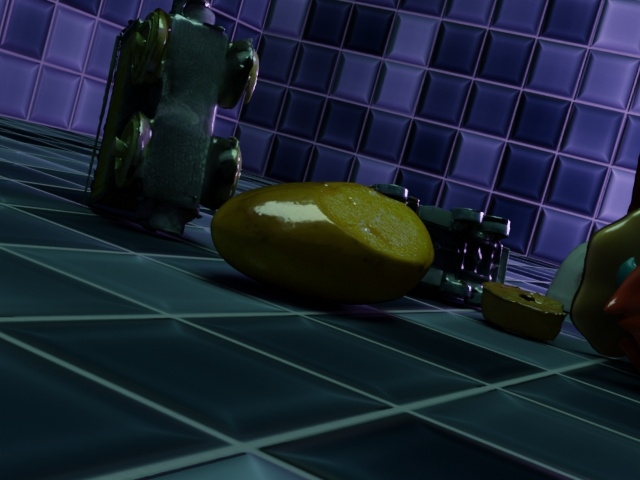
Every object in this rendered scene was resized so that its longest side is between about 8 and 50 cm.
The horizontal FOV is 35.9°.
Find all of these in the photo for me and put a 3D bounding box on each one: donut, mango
[{"bbox_3d":[0.216,0.077,1.065,0.097,0.043,0.108,17,6,16],"label":"donut"},{"bbox_3d":[-0.003,0.005,0.869,0.217,0.102,0.141,8,32,-39],"label":"mango"}]

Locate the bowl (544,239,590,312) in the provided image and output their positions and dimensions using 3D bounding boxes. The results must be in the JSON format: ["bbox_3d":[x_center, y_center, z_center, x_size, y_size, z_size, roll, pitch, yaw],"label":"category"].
[{"bbox_3d":[0.497,0.069,1.522,0.277,0.145,0.277,17,3,-1],"label":"bowl"}]

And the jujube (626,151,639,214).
[{"bbox_3d":[0.509,-0.022,1.174,0.276,0.377,0.276,7,8,-1],"label":"jujube"}]

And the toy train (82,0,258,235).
[{"bbox_3d":[-0.160,-0.129,1.071,0.134,0.261,0.177,14,-13,-23],"label":"toy train"}]

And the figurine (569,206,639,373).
[{"bbox_3d":[0.358,0.073,0.930,0.208,0.181,0.257,57,-9,-20],"label":"figurine"}]

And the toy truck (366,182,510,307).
[{"bbox_3d":[0.117,0.011,1.183,0.256,0.108,0.140,15,-9,-32],"label":"toy truck"}]
